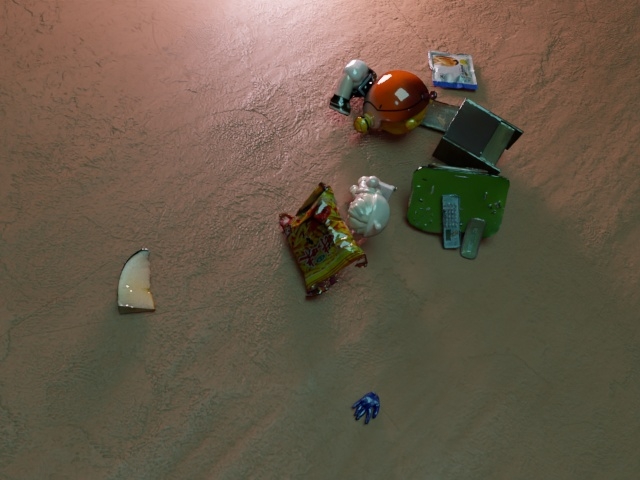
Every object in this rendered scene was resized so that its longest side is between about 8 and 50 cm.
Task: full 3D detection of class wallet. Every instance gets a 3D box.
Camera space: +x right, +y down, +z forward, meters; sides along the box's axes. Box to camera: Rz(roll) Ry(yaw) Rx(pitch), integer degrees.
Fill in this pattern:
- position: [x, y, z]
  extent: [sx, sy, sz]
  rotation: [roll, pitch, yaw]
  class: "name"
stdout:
- position: [0.420, -0.425, 2.209]
  extent: [0.232, 0.031, 0.122]
  rotation: [16, 65, -1]
  class: "wallet"

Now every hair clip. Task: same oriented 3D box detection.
- position: [0.471, -0.008, 1.962]
  extent: [0.054, 0.137, 0.022]
  rotation: [10, 24, 2]
  class: "hair clip"

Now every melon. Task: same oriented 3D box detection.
- position: [-0.504, 0.108, 1.730]
  extent: [0.098, 0.054, 0.182]
  rotation: [-3, 64, -20]
  class: "melon"

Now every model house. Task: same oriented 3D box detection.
- position: [0.422, -0.135, 2.016]
  extent: [0.294, 0.207, 0.154]
  rotation: [8, 19, 2]
  class: "model house"

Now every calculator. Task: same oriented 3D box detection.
- position: [0.402, -0.057, 1.954]
  extent: [0.057, 0.172, 0.018]
  rotation: [-2, 18, 7]
  class: "calculator"

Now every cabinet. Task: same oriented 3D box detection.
- position: [0.513, -0.316, 2.095]
  extent: [0.215, 0.148, 0.175]
  rotation: [31, 74, 5]
  class: "cabinet"

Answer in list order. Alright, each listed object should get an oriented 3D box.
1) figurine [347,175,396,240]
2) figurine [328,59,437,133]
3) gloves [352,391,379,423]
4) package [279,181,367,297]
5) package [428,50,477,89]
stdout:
- position: [0.142, -0.084, 1.855]
  extent: [0.144, 0.182, 0.257]
  rotation: [40, 27, -9]
  class: "figurine"
- position: [0.217, -0.470, 2.094]
  extent: [0.323, 0.196, 0.320]
  rotation: [24, 54, 13]
  class: "figurine"
- position: [0.126, 0.448, 1.699]
  extent: [0.086, 0.026, 0.064]
  rotation: [-37, 78, -26]
  class: "gloves"
- position: [0.005, -0.003, 1.822]
  extent: [0.108, 0.223, 0.288]
  rotation: [1, 59, -54]
  class: "package"
- position: [0.482, -0.622, 2.323]
  extent: [0.171, 0.027, 0.173]
  rotation: [3, 59, -10]
  class: "package"
